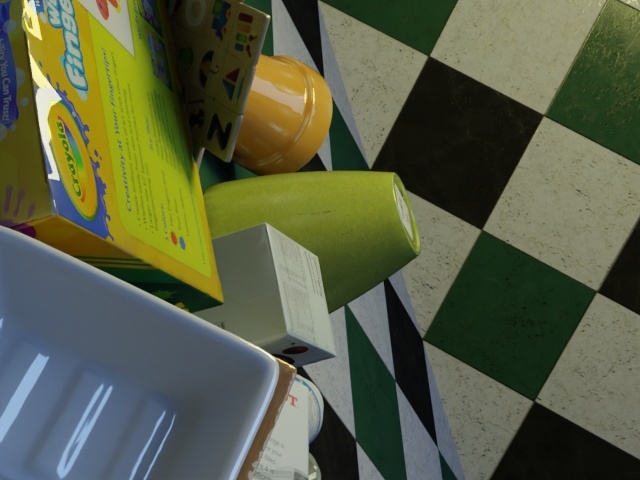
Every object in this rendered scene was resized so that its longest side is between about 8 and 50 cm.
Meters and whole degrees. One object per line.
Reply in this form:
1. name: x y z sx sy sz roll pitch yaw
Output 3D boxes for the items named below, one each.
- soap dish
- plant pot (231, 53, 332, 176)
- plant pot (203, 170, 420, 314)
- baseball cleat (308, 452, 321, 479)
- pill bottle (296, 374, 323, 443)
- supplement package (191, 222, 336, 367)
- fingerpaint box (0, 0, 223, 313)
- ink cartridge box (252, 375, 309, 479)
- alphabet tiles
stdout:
1. soap dish: -0.193 0.141 0.873 0.229 0.290 0.118 -66 -176 -34
2. plant pot: -0.115 -0.227 1.852 0.188 0.205 0.205 24 49 -52
3. plant pot: 0.000 0.000 1.785 0.275 0.293 0.275 -16 90 -76
4. baseball cleat: -0.046 0.367 1.644 0.206 0.072 0.109 -89 158 -52
5. pill bottle: -0.067 0.251 1.592 0.221 0.124 0.124 -1 75 -77
6. supplement package: -0.109 0.092 1.466 0.203 0.194 0.149 35 41 -67
7. fingerpaint box: -0.279 -0.155 1.163 0.371 0.163 0.445 39 36 -67
8. ink cartridge box: -0.129 0.262 1.167 0.223 0.129 0.308 34 40 -35
9. alphabet tiles: -0.175 -0.232 1.359 0.011 0.342 0.285 3 111 -39
